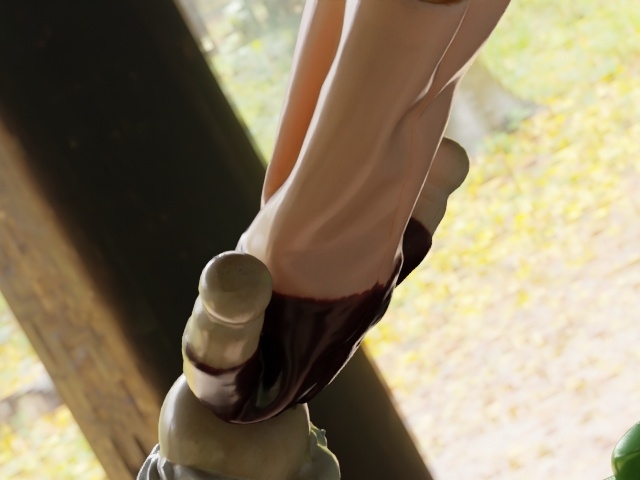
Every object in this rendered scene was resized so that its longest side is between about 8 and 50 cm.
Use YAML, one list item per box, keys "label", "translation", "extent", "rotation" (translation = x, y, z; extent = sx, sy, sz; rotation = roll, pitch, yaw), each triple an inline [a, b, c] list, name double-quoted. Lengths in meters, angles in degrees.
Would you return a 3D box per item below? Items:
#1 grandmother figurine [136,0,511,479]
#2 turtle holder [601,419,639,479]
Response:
- label: "grandmother figurine"
  translation: [0.000, 0.000, 0.737]
  extent: [0.207, 0.104, 0.342]
  rotation: [-17, -41, -48]
- label: "turtle holder"
  translation: [0.176, 0.278, 0.962]
  extent: [0.320, 0.227, 0.243]
  rotation: [-45, 24, 3]
